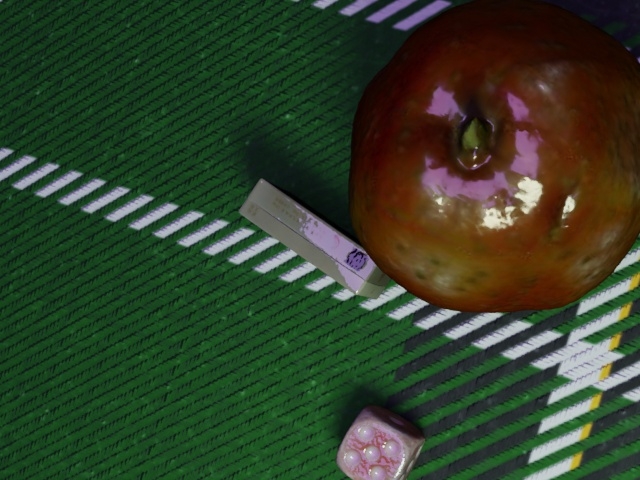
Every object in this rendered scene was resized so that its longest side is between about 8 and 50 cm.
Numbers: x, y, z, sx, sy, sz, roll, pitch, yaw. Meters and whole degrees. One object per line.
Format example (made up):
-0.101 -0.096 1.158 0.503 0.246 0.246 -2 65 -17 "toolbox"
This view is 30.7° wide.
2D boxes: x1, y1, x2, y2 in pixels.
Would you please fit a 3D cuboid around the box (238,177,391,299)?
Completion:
0.000 0.000 1.578 0.201 0.141 0.058 36 94 14 "box"

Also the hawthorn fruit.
0.212 -0.106 1.391 0.403 0.403 0.403 0 89 17 "hawthorn fruit"

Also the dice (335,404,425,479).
0.081 0.282 1.570 0.094 0.093 0.091 31 97 16 "dice"
